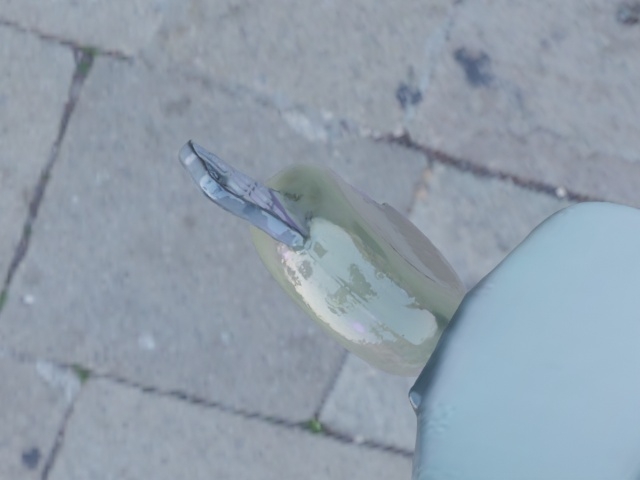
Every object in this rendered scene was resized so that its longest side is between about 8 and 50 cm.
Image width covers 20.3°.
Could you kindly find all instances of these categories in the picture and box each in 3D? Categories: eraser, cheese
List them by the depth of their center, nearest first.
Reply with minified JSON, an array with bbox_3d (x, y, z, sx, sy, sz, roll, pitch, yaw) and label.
[{"bbox_3d":[0.108,0.142,0.810,0.104,0.189,0.290,13,140,18],"label":"eraser"},{"bbox_3d":[0.000,0.000,1.234,0.082,0.163,0.286,-45,136,10],"label":"cheese"}]
